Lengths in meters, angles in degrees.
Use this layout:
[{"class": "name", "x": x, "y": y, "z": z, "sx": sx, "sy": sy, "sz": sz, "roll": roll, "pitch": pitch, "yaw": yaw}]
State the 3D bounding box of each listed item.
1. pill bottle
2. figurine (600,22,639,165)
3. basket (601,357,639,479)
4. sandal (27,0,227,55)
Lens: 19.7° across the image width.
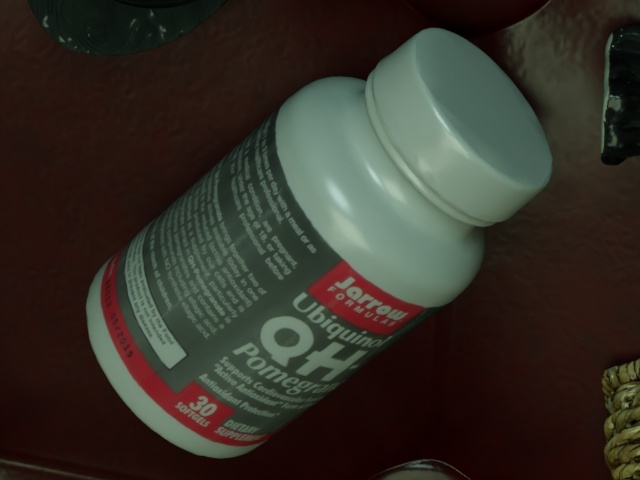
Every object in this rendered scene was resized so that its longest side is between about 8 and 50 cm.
[{"class": "pill bottle", "x": 0.000, "y": 0.000, "z": 1.263, "sx": 0.176, "sy": 0.176, "sz": 0.318, "roll": 46, "pitch": 121, "yaw": -8}, {"class": "figurine", "x": 0.285, "y": -0.149, "z": 1.155, "sx": 0.209, "sy": 0.092, "sz": 0.215, "roll": 2, "pitch": 116, "yaw": 8}, {"class": "basket", "x": 0.368, "y": 0.196, "z": 1.290, "sx": 0.299, "sy": 0.223, "sz": 0.213, "roll": -16, "pitch": 143, "yaw": 25}, {"class": "sandal", "x": -0.067, "y": -0.242, "z": 1.148, "sx": 0.445, "sy": 0.107, "sz": 0.168, "roll": -28, "pitch": 100, "yaw": 40}]
